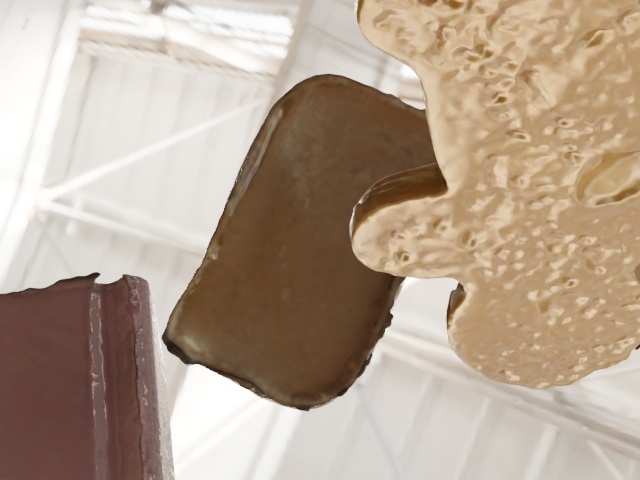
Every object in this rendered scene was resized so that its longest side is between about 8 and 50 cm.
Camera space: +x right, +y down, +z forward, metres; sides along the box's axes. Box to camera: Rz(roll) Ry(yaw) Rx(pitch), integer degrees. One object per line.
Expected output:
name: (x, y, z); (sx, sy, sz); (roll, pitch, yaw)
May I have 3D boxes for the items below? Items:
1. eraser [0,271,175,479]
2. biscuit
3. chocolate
eraser: (-0.292, 0.213, 1.316); (0.272, 0.122, 0.359); (-11, -135, -2)
biscuit: (0.119, -0.037, 0.661); (0.216, 0.339, 0.047); (-8, -132, 7)
chocolate: (-0.001, 0.001, 1.003); (0.261, 0.161, 0.083); (-61, 176, 2)
